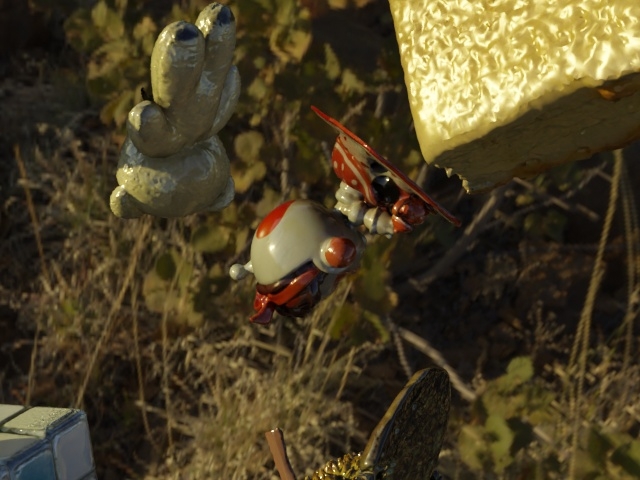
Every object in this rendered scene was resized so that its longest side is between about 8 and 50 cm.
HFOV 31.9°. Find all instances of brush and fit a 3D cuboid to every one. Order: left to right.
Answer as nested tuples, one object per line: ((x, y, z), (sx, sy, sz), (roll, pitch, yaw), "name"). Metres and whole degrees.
((-0.009, 0.394, 1.505), (0.071, 0.084, 0.301), (-19, 86, -57), "brush")

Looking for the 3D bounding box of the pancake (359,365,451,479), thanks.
((0.067, 0.190, 0.933), (0.020, 0.190, 0.184), (19, 23, 22), "pancake")

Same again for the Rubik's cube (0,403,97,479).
((-0.373, 0.312, 1.056), (0.256, 0.259, 0.253), (1, 15, 26), "Rubik's cube")

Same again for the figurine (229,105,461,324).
((0.000, 0.000, 1.225), (0.160, 0.226, 0.183), (38, 3, -28), "figurine")

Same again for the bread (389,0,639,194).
((0.130, -0.187, 0.673), (0.114, 0.185, 0.274), (14, 62, -47), "bread")

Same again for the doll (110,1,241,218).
((-0.172, -0.159, 1.356), (0.175, 0.278, 0.149), (-5, 42, -29), "doll")

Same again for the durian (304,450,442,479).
((0.067, 0.393, 1.378), (0.293, 0.258, 0.258), (34, 42, -31), "durian")
